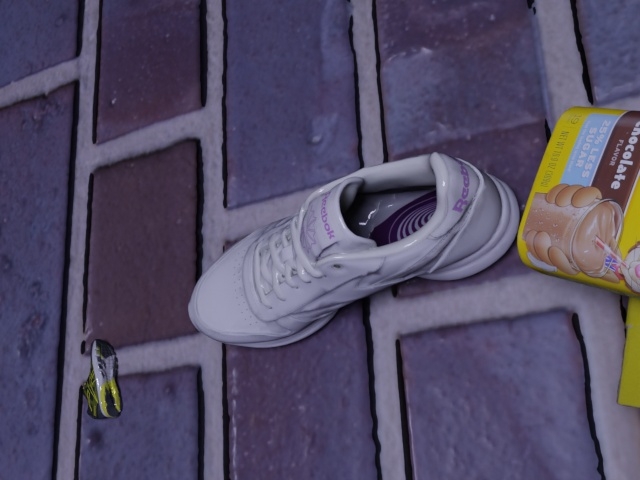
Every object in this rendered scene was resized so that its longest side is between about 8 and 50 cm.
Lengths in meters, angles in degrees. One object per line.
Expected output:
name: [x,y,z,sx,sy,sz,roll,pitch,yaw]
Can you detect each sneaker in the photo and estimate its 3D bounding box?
sneaker: [-0.226,0.140,0.844,0.035,0.031,0.083,-23,64,22]
sneaker: [0.000,0.000,0.690,0.305,0.152,0.114,-24,66,23]

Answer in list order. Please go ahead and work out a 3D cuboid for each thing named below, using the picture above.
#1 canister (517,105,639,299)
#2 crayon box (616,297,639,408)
canister: [0.218,-0.018,0.517,0.170,0.073,0.126,16,85,50]
crayon box: [0.317,-0.033,0.535,0.202,0.081,0.318,2,75,46]
